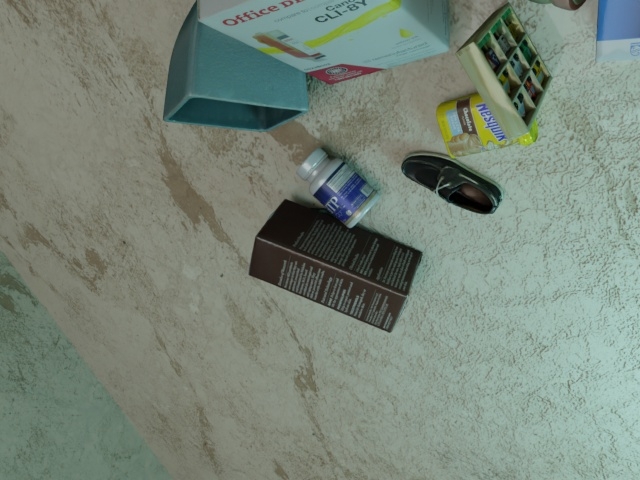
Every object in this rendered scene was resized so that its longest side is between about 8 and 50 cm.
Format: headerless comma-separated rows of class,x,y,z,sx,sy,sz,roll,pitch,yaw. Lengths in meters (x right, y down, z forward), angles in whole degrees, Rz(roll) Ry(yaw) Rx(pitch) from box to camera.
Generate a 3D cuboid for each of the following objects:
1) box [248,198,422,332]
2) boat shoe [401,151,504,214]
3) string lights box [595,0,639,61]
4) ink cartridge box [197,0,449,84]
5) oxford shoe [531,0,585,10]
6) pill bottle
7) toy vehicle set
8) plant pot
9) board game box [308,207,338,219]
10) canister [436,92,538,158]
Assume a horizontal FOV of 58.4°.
box,0.037,0.057,1.406,0.382,0.191,0.143,23,128,6
boat shoe,0.281,-0.125,1.246,0.233,0.079,0.084,26,132,14
string lights box,0.477,-0.426,0.885,0.077,0.133,0.259,6,124,29
ink cartridge box,0.017,-0.418,0.976,0.279,0.385,0.160,-5,85,34
oxford shoe,0.334,-0.548,0.858,0.147,0.140,0.397,27,143,40
pill bottle,0.038,-0.129,1.359,0.187,0.112,0.112,42,132,-1
toy vehicle set,0.321,-0.296,0.977,0.035,0.267,0.166,-25,107,40
plant pot,-0.182,-0.381,1.191,0.248,0.247,0.252,-1,88,64
board game box,0.000,0.000,1.527,0.126,0.026,0.186,4,123,27
canister,0.330,-0.237,1.142,0.170,0.073,0.126,-9,116,36
